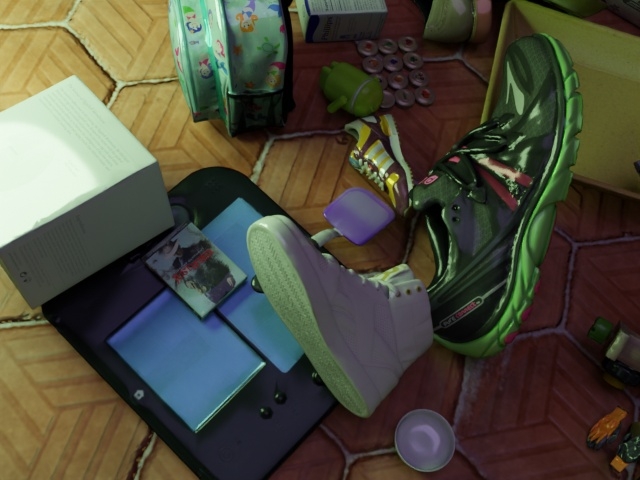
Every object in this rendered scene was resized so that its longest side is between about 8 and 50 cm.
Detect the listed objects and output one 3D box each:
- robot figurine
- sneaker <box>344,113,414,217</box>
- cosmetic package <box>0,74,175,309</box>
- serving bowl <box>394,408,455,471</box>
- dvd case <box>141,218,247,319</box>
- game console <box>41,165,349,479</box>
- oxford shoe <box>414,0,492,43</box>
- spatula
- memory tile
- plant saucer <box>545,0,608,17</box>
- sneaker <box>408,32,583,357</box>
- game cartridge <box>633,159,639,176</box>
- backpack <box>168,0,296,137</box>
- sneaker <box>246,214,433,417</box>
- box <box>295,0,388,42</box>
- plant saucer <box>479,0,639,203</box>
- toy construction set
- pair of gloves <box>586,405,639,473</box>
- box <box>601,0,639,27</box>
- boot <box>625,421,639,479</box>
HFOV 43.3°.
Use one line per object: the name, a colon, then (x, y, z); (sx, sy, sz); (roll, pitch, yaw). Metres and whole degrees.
robot figurine: (0.052, -0.241, 1.294); (0.115, 0.067, 0.101); (35, 46, 21)
sneaker: (0.090, -0.111, 1.248); (0.084, 0.069, 0.185); (-10, 59, -5)
cosmetic package: (-0.355, -0.071, 1.079); (0.224, 0.138, 0.224); (-34, 58, -20)
serving bowl: (0.137, 0.270, 1.082); (0.083, 0.027, 0.083); (4, 64, -8)
dvd case: (-0.171, 0.038, 1.096); (0.119, 0.013, 0.087); (43, 69, 13)
game console: (-0.129, 0.106, 1.102); (0.386, 0.060, 0.342); (42, 64, 12)
oxford shoe: (0.208, -0.502, 1.430); (0.130, 0.123, 0.348); (-5, 64, -6)
spatula: (0.000, 0.000, 1.124); (0.084, 0.030, 0.296); (42, 41, 12)
memory tile: (0.127, -0.286, 1.366); (0.113, 0.012, 0.148); (-8, 66, -13)
plant saucer: (0.384, -0.444, 1.410); (0.241, 0.037, 0.241); (22, 21, -9)
sneaker: (0.235, -0.083, 1.137); (0.202, 0.185, 0.483); (17, 79, 3)
game cartridge: (0.529, -0.094, 1.249); (0.056, 0.017, 0.083); (-17, 68, -21)
backpack: (-0.126, -0.303, 1.196); (0.191, 0.253, 0.225); (-7, 66, -13)
sneaker: (0.036, 0.060, 1.023); (0.169, 0.108, 0.292); (-40, 113, -26)
box: (0.031, -0.413, 1.380); (0.137, 0.072, 0.126); (-6, 65, -13)
plant saucer: (0.432, -0.217, 1.346); (0.333, 0.081, 0.333); (17, 63, -1)
toy construction set: (0.526, 0.114, 1.139); (0.237, 0.257, 0.309); (26, 37, 21)
pair of gloves: (0.407, 0.270, 1.101); (0.074, 0.083, 0.010); (-45, 121, 0)
box: (0.575, -0.516, 1.473); (0.247, 0.163, 0.142); (35, 67, 9)
boot: (0.484, 0.350, 1.078); (0.152, 0.073, 0.197); (20, 65, -4)
